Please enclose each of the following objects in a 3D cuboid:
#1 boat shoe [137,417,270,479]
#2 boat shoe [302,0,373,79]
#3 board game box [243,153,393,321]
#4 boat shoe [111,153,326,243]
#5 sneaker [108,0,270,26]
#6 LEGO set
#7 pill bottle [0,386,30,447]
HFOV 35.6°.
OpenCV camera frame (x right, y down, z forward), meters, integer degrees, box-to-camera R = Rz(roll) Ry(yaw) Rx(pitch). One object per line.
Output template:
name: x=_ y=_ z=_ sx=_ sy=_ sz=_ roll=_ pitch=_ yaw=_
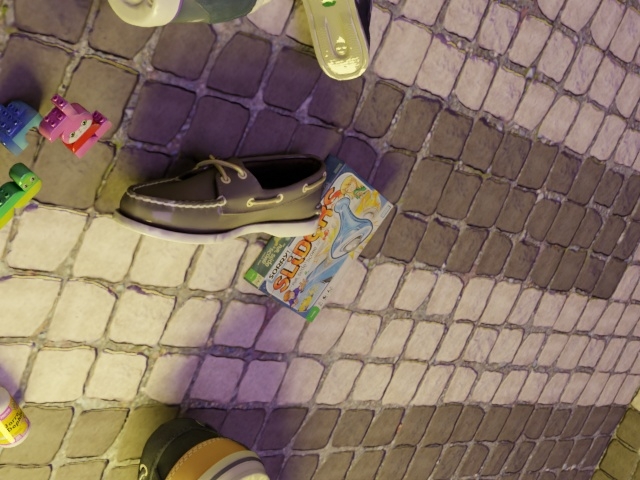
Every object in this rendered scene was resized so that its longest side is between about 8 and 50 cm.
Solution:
boat shoe: x=-0.162 y=0.416 z=1.378 sx=0.187 sy=0.156 sz=0.500 roll=-34 pitch=147 yaw=-30
boat shoe: x=0.017 y=-0.307 z=1.149 sx=0.079 sy=0.084 sz=0.233 roll=-66 pitch=152 yaw=-55
board game box: x=0.000 y=0.000 z=1.345 sx=0.201 sy=0.035 sz=0.136 roll=-55 pitch=139 yaw=-1
boat shoe: x=-0.107 y=-0.056 z=1.155 sx=0.305 sy=0.109 sz=0.091 roll=-5 pitch=118 yaw=-49
sneaker: x=-0.100 y=-0.372 z=0.955 sx=0.236 sy=0.130 sz=0.323 roll=-25 pitch=127 yaw=-44
LEGO set: x=-0.322 y=-0.073 z=0.945 sx=0.227 sy=0.087 sz=0.093 roll=-48 pitch=154 yaw=-9
pill bottle: x=-0.361 y=0.192 z=1.116 sx=0.043 sy=0.043 sz=0.083 roll=-38 pitch=136 yaw=-20
